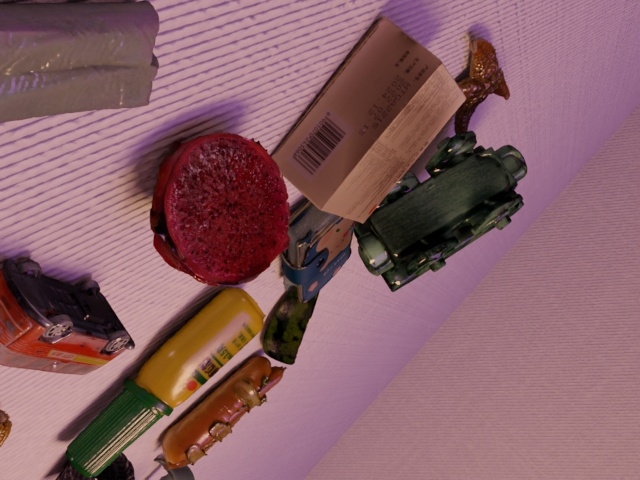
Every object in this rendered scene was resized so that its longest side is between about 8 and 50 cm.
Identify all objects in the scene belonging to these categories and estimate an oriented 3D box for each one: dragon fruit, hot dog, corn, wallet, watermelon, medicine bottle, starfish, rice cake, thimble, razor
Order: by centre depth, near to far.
[{"bbox_3d":[-0.190,-0.112,0.456,0.221,0.042,0.080,-23,145,-49],"label":"rice cake"},{"bbox_3d":[-0.119,-0.025,0.714,0.153,0.153,0.111,-32,-164,-39],"label":"dragon fruit"},{"bbox_3d":[-0.355,0.215,0.754,0.092,0.037,0.037,-46,161,2],"label":"corn"},{"bbox_3d":[-0.203,0.184,0.964,0.309,0.076,0.111,-42,159,-12],"label":"medicine bottle"},{"bbox_3d":[-0.312,0.334,1.007,0.066,0.095,0.104,-42,-161,14],"label":"thimble"},{"bbox_3d":[-0.001,-0.001,1.061,0.141,0.059,0.202,-47,164,-24],"label":"wallet"},{"bbox_3d":[0.226,-0.227,1.128,0.138,0.050,0.247,-50,154,9],"label":"starfish"},{"bbox_3d":[-0.043,0.137,1.257,0.119,0.063,0.245,-54,167,-47],"label":"watermelon"},{"bbox_3d":[-0.170,0.298,1.270,0.269,0.072,0.109,-40,162,-17],"label":"hot dog"},{"bbox_3d":[-0.337,0.488,1.310,0.232,0.068,0.106,-41,160,-4],"label":"razor"}]

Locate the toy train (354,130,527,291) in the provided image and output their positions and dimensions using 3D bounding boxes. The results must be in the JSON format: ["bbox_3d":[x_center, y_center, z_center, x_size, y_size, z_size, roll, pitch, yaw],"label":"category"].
[{"bbox_3d":[0.189,-0.046,1.179,0.299,0.167,0.238,-32,171,-2],"label":"toy train"}]

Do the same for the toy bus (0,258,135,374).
[{"bbox_3d":[-0.245,0.076,0.663,0.077,0.079,0.174,-38,161,2],"label":"toy bus"}]

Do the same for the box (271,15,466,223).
[{"bbox_3d":[0.063,-0.134,0.877,0.212,0.095,0.168,-50,159,10],"label":"box"}]
